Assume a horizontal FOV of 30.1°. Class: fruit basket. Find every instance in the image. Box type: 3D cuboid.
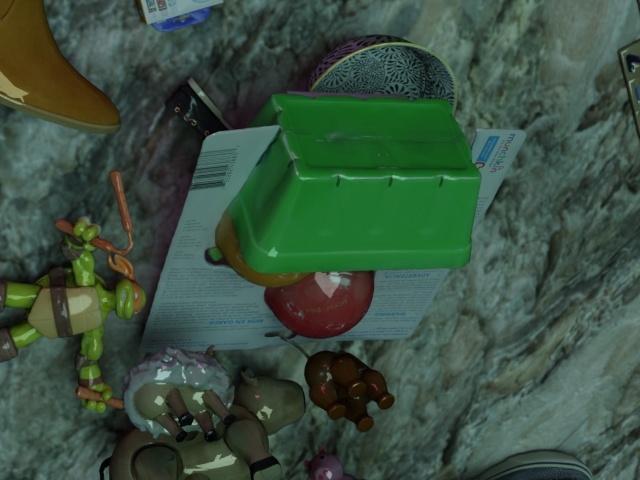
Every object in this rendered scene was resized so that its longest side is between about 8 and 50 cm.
[{"bbox_3d":[0.000,0.000,1.209,0.327,0.165,0.353,-2,148,-21],"label":"fruit basket"}]

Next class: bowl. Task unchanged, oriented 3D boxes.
[{"bbox_3d":[0.047,-0.152,1.219,0.170,0.080,0.170,-13,136,-13],"label":"bowl"}]

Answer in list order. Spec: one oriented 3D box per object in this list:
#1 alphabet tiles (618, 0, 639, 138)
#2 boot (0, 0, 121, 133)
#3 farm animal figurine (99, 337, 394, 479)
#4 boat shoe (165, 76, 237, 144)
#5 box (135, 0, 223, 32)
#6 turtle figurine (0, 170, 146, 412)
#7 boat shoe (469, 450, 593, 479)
[{"bbox_3d":[0.443,-0.230,1.410,0.198,0.009,0.237,-27,116,-11],"label":"alphabet tiles"},{"bbox_3d":[-0.273,-0.237,1.056,0.295,0.104,0.211,24,98,-24],"label":"boot"},{"bbox_3d":[-0.081,0.232,1.267,0.327,0.172,0.330,-2,122,-30],"label":"farm animal figurine"},{"bbox_3d":[-0.103,-0.105,1.206,0.042,0.049,0.133,-42,116,2],"label":"boat shoe"},{"bbox_3d":[-0.145,-0.269,1.141,0.081,0.028,0.136,-20,113,-15],"label":"box"},{"bbox_3d":[-0.266,0.056,1.173,0.217,0.087,0.269,-7,120,-12],"label":"turtle figurine"},{"bbox_3d":[0.211,0.366,1.440,0.341,0.158,0.127,-15,113,-17],"label":"boat shoe"}]
